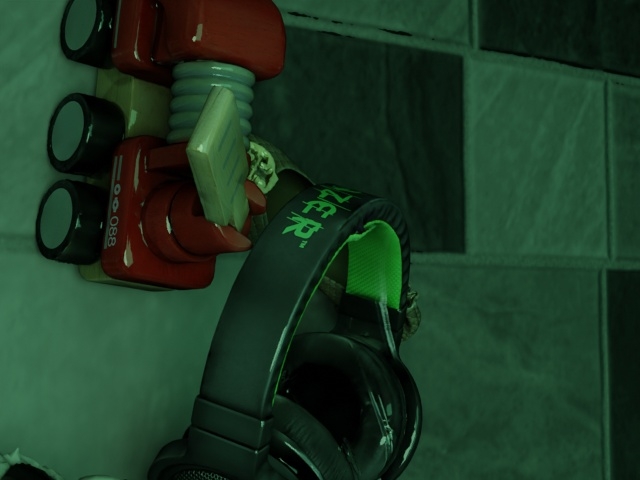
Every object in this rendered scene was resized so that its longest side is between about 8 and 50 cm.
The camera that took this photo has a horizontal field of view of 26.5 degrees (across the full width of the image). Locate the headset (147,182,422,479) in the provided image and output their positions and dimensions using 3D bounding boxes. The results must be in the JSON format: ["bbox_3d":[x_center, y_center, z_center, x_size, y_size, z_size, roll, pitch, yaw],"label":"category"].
[{"bbox_3d":[0.005,0.160,0.959,0.243,0.185,0.394,-33,137,-59],"label":"headset"}]

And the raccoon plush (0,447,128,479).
[{"bbox_3d":[-0.269,0.240,0.689,0.446,0.299,0.216,-12,110,-35],"label":"raccoon plush"}]

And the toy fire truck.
[{"bbox_3d":[-0.083,-0.082,0.885,0.158,0.246,0.217,13,79,-40],"label":"toy fire truck"}]

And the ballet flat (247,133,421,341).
[{"bbox_3d":[0.000,0.000,1.075,0.250,0.058,0.084,46,59,-28],"label":"ballet flat"}]
